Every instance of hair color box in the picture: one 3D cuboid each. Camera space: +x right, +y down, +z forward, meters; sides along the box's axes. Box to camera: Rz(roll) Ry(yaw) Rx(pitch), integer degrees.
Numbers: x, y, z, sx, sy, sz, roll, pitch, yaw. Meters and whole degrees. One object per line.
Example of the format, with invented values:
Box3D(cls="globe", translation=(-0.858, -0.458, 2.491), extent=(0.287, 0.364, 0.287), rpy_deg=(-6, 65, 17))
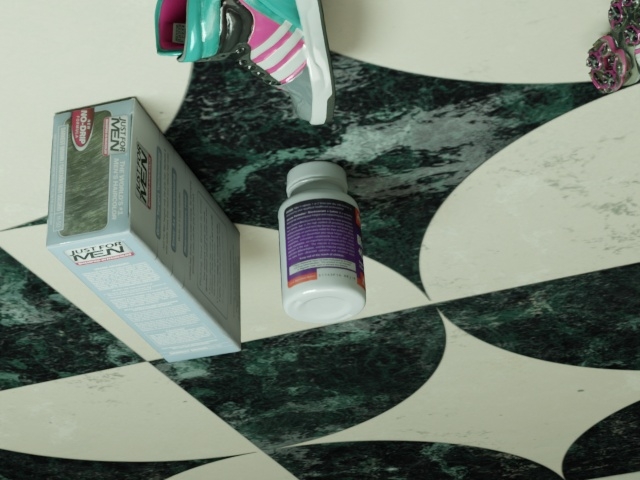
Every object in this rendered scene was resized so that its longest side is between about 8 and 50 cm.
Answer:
Box3D(cls="hair color box", translation=(-0.215, -0.001, 1.877), extent=(0.113, 0.185, 0.374), rpy_deg=(-10, 151, 14))

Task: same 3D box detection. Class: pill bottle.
Box3D(cls="pill bottle", translation=(0.000, 0.000, 1.893), extent=(0.108, 0.194, 0.108), rpy_deg=(-3, 153, -1))

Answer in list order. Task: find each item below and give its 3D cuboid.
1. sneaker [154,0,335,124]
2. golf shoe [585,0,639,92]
Box3D(cls="sneaker", translation=(-0.083, -0.215, 1.546), extent=(0.178, 0.124, 0.295), rpy_deg=(-10, 144, 2))
Box3D(cls="golf shoe", translation=(0.361, -0.241, 1.628), extent=(0.086, 0.067, 0.186), rpy_deg=(-23, 159, -22))
